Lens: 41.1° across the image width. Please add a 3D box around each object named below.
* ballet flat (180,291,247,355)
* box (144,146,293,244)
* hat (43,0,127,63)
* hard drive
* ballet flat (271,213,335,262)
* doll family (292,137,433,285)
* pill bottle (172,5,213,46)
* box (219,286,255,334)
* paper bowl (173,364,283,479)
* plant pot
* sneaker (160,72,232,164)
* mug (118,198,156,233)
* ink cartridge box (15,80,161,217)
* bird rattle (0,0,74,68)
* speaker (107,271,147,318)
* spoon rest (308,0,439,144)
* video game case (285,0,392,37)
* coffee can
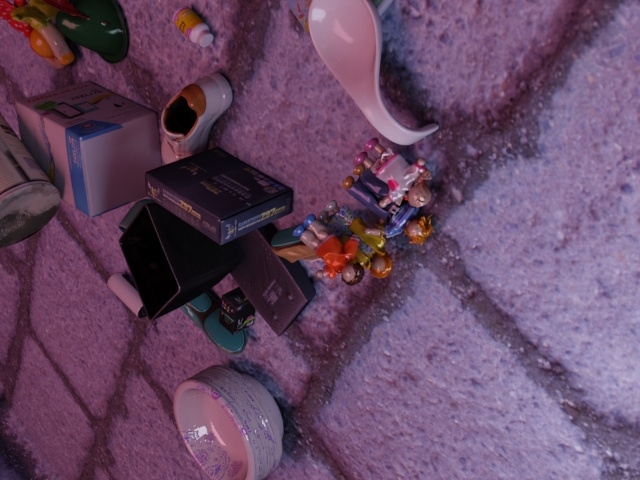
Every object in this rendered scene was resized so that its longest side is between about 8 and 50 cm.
[{"bbox_3d":[-0.247,0.177,1.948,0.247,0.083,0.087,43,162,23],"label":"ballet flat"},{"bbox_3d":[-0.197,-0.092,1.641,0.233,0.183,0.059,31,132,35],"label":"box"},{"bbox_3d":[-0.545,-0.455,1.820,0.208,0.184,0.173,52,140,13],"label":"hat"},{"bbox_3d":[-0.115,0.053,1.735,0.254,0.054,0.172,52,140,14],"label":"hard drive"},{"bbox_3d":[0.000,0.000,1.580,0.073,0.080,0.232,46,150,-24],"label":"ballet flat"},{"bbox_3d":[0.094,-0.035,1.407,0.163,0.118,0.263,44,107,14],"label":"doll family"},{"bbox_3d":[-0.241,-0.405,1.623,0.083,0.043,0.043,46,138,20],"label":"pill bottle"},{"bbox_3d":[-0.180,0.151,1.856,0.052,0.062,0.083,37,134,30],"label":"box"},{"bbox_3d":[-0.197,0.419,1.960,0.284,0.148,0.284,26,129,38],"label":"paper bowl"},{"bbox_3d":[-0.278,0.028,1.730,0.187,0.167,0.188,-41,70,52],"label":"plant pot"},{"bbox_3d":[-0.287,-0.228,1.715,0.106,0.123,0.290,53,142,9],"label":"sneaker"},{"bbox_3d":[-0.380,-0.033,1.934,0.129,0.097,0.158,39,165,-19],"label":"mug"},{"bbox_3d":[-0.520,-0.212,1.921,0.270,0.198,0.197,27,130,36],"label":"ink cartridge box"},{"bbox_3d":[-0.665,-0.489,1.991,0.254,0.143,0.206,5,131,50],"label":"bird rattle"},{"bbox_3d":[-0.489,0.141,2.201,0.136,0.055,0.055,39,136,27],"label":"speaker"},{"bbox_3d":[0.072,-0.264,1.299,0.137,0.084,0.276,-29,96,49],"label":"spoon rest"},{"bbox_3d":[0.022,-0.410,1.344,0.193,0.023,0.212,56,141,9],"label":"video game case"},{"bbox_3d":[-0.730,-0.150,1.870,0.275,0.202,0.201,50,140,17],"label":"coffee can"}]
